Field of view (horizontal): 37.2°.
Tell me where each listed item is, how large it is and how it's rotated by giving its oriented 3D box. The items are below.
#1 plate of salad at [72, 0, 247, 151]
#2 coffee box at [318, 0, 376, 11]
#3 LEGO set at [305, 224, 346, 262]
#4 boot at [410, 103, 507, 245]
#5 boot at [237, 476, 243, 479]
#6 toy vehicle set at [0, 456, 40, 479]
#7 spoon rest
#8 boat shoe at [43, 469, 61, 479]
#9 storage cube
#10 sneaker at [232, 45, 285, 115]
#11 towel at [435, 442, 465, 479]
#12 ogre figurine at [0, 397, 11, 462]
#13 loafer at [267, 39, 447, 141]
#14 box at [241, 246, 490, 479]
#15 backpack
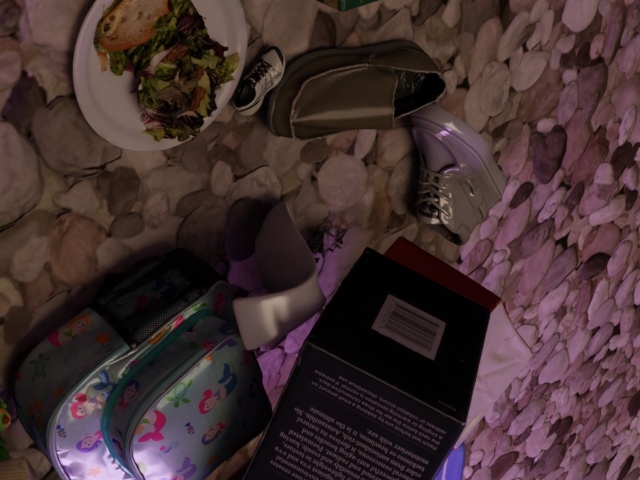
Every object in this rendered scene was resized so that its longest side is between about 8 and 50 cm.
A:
[{"bbox_3d":[-0.147,-0.175,0.931,0.200,0.048,0.199,-26,132,-32],"label":"plate of salad"},{"bbox_3d":[0.056,-0.296,1.002,0.184,0.113,0.040,-25,133,-30],"label":"coffee box"},{"bbox_3d":[0.000,0.002,1.230,0.083,0.023,0.054,7,114,-62],"label":"LEGO set"},{"bbox_3d":[0.170,-0.078,1.281,0.123,0.095,0.258,-59,142,-6],"label":"boot"},{"bbox_3d":[-0.059,0.396,1.386,0.236,0.085,0.178,-44,142,-24],"label":"boot"},{"bbox_3d":[-0.347,0.278,0.921,0.166,0.035,0.267,-10,154,-12],"label":"toy vehicle set"},{"bbox_3d":[-0.033,0.040,1.063,0.084,0.276,0.137,-11,106,8],"label":"spoon rest"},{"bbox_3d":[-0.305,0.350,1.105,0.285,0.089,0.104,-45,139,-13],"label":"boat shoe"},{"bbox_3d":[0.151,0.148,1.347,0.215,0.193,0.183,-49,141,-9],"label":"storage cube"},{"bbox_3d":[-0.066,-0.172,1.020,0.083,0.032,0.037,-61,168,5],"label":"sneaker"},{"bbox_3d":[0.136,0.515,1.711,0.336,0.040,0.243,-26,132,-31],"label":"towel"},{"bbox_3d":[-0.355,0.176,0.910,0.097,0.118,0.197,-29,135,-29],"label":"ogre figurine"},{"bbox_3d":[0.049,-0.173,1.099,0.251,0.087,0.094,-25,132,-32],"label":"loafer"},{"bbox_3d":[0.042,0.209,1.071,0.294,0.183,0.296,-65,174,23],"label":"box"},{"bbox_3d":[-0.188,0.164,1.030,0.253,0.191,0.225,-32,136,-19],"label":"backpack"}]
